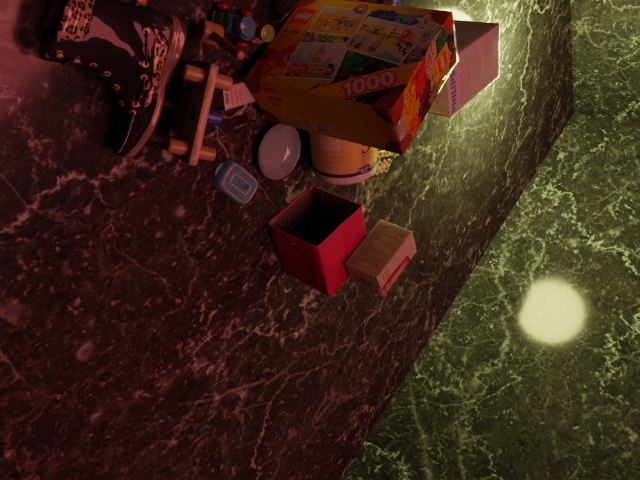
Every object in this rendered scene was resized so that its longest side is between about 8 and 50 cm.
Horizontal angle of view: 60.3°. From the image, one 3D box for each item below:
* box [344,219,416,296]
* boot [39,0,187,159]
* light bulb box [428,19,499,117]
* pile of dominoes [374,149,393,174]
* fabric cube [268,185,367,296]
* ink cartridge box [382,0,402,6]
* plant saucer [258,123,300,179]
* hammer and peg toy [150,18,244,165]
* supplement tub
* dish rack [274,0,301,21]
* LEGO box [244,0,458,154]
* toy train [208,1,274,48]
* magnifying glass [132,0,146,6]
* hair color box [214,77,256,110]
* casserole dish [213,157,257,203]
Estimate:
[{"bbox_3d":[0.222,0.062,2.007,0.232,0.148,0.127,-49,142,-22],"label":"box"},{"bbox_3d":[-0.505,-0.395,1.297,0.284,0.138,0.377,11,116,-44],"label":"boot"},{"bbox_3d":[0.437,-0.673,2.108,0.361,0.358,0.225,-40,134,-29],"label":"light bulb box"},{"bbox_3d":[0.245,-0.360,2.309,0.251,0.040,0.196,-18,122,-44],"label":"pile of dominoes"},{"bbox_3d":[0.000,0.000,2.033,0.259,0.254,0.258,-42,139,-29],"label":"fabric cube"},{"bbox_3d":[0.249,-0.801,2.019,0.097,0.046,0.207,53,49,-49],"label":"ink cartridge box"},{"bbox_3d":[-0.148,-0.304,1.863,0.195,0.037,0.195,-28,130,-39],"label":"plant saucer"},{"bbox_3d":[-0.328,-0.388,1.415,0.127,0.266,0.361,8,104,-33],"label":"hammer and peg toy"},{"bbox_3d":[0.075,-0.388,1.919,0.241,0.241,0.331,-35,134,-34],"label":"supplement tub"},{"bbox_3d":[-0.008,-0.787,1.575,0.072,0.333,0.285,44,73,-20],"label":"dish rack"},{"bbox_3d":[0.093,-0.502,1.625,0.372,0.500,0.193,-60,149,-19],"label":"LEGO box"},{"bbox_3d":[-0.184,-0.596,1.570,0.248,0.143,0.105,-7,115,-49],"label":"toy train"},{"bbox_3d":[-0.452,-0.562,1.362,0.092,0.026,0.231,6,103,-52],"label":"magnifying glass"},{"bbox_3d":[-0.248,-0.444,1.659,0.141,0.043,0.072,-29,130,-40],"label":"hair color box"},{"bbox_3d":[-0.268,-0.185,1.783,0.114,0.037,0.188,-59,144,-7],"label":"casserole dish"}]
